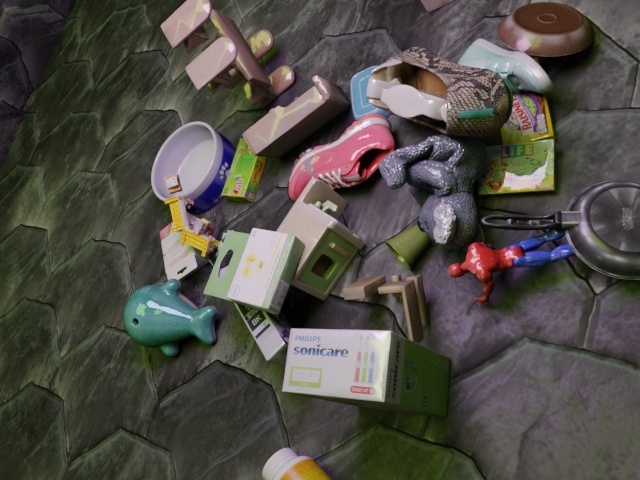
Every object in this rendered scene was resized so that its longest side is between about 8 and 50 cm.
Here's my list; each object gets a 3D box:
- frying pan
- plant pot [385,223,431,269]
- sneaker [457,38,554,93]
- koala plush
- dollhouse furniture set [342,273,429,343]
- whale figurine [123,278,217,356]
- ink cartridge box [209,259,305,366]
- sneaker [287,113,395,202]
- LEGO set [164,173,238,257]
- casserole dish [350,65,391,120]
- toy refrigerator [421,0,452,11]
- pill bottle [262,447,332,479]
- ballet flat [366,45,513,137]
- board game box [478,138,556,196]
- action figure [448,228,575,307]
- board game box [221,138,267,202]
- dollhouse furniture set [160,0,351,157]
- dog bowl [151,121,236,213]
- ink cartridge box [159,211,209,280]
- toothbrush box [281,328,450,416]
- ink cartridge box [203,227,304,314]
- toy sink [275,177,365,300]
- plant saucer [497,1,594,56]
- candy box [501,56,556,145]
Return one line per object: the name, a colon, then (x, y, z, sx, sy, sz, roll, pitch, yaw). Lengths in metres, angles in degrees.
frying pan: (0.483, -0.053, 1.025, 0.326, 0.053, 0.197, 26, 71, 20)
plant pot: (0.198, 0.007, 1.246, 0.079, 0.083, 0.083, -41, 52, -3)
sneaker: (0.371, -0.330, 1.221, 0.151, 0.094, 0.256, -48, 38, 7)
koala plush: (0.258, -0.083, 1.157, 0.203, 0.196, 0.221, -23, 63, 30)
dollhouse furniture set: (0.142, 0.145, 1.193, 0.151, 0.144, 0.123, -8, 95, 31)
whale figurine: (-0.406, 0.211, 1.514, 0.271, 0.141, 0.217, 9, 97, 25)
ink cartridge box: (-0.132, 0.158, 1.344, 0.065, 0.165, 0.333, -46, 53, 9)
sneaker: (0.046, -0.178, 1.382, 0.313, 0.116, 0.136, -36, 41, 17)
LEGO set: (-0.335, -0.055, 1.575, 0.287, 0.107, 0.132, 45, 113, 20)
casserole dish: (0.127, -0.380, 1.482, 0.114, 0.037, 0.189, -18, 62, 28)
toy refrigerator: (0.367, -0.687, 1.407, 0.269, 0.102, 0.094, -16, 62, 29)
pill bottle: (-0.022, 0.519, 1.141, 0.215, 0.117, 0.117, 33, 91, 39)
ballet flat: (0.202, -0.317, 1.204, 0.181, 0.164, 0.483, -10, 25, -14)
board game box: (0.405, -0.148, 1.179, 0.154, 0.026, 0.104, -2, 83, 34)
action figure: (0.385, 0.044, 1.097, 0.280, 0.139, 0.092, -12, 59, 5)
board game box: (-0.212, -0.202, 1.633, 0.092, 0.043, 0.181, 7, 75, 36)
dollhouse furniture set: (-0.144, -0.456, 1.511, 0.256, 0.362, 0.394, -33, 83, 20)
dog bowl: (-0.381, -0.218, 1.717, 0.264, 0.104, 0.265, -14, 62, 29)
ink cartridge box: (-0.390, 0.032, 1.639, 0.115, 0.067, 0.198, -33, 54, 19)
toothbrush box: (0.096, 0.251, 1.070, 0.206, 0.283, 0.122, -4, 68, 32)
ink cartridge box: (-0.165, 0.058, 1.276, 0.235, 0.056, 0.171, 10, 73, 32)
toy sink: (0.000, 0.000, 1.331, 0.131, 0.152, 0.234, 34, 90, 39)
plant saucer: (0.479, -0.458, 1.209, 0.198, 0.036, 0.199, -4, 47, 4)
candy box: (0.438, -0.292, 1.235, 0.105, 0.027, 0.206, -17, 61, 33)
